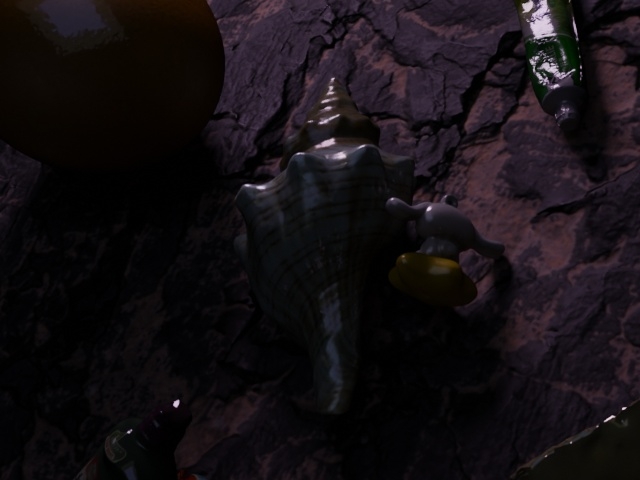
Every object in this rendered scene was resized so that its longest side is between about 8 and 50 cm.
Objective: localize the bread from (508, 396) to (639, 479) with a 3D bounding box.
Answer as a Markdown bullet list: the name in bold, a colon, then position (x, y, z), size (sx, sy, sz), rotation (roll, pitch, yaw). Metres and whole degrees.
- **bread**: position (0.282, 0.294, 1.269), size (0.248, 0.315, 0.279), rotation (-28, 57, 5)

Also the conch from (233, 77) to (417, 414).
- **conch**: position (-0.010, -0.008, 1.740), size (0.203, 0.169, 0.386), rotation (-28, 35, 45)

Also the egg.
- **egg**: position (-0.266, -0.219, 1.944), size (0.351, 0.282, 0.282), rotation (23, 66, 33)

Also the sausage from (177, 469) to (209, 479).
- **sausage**: position (-0.107, 0.319, 1.582), size (0.083, 0.083, 0.264), rotation (-23, 46, 7)

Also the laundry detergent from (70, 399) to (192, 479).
- **laundry detergent**: position (-0.188, 0.246, 1.609), size (0.221, 0.078, 0.144), rotation (-51, 32, 23)

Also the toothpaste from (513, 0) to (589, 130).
- **toothpaste**: position (0.254, -0.213, 1.856), size (0.078, 0.047, 0.248), rotation (-14, 47, 12)

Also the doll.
- **doll**: position (0.116, 0.003, 1.691), size (0.113, 0.135, 0.071), rotation (-53, 18, -28)
